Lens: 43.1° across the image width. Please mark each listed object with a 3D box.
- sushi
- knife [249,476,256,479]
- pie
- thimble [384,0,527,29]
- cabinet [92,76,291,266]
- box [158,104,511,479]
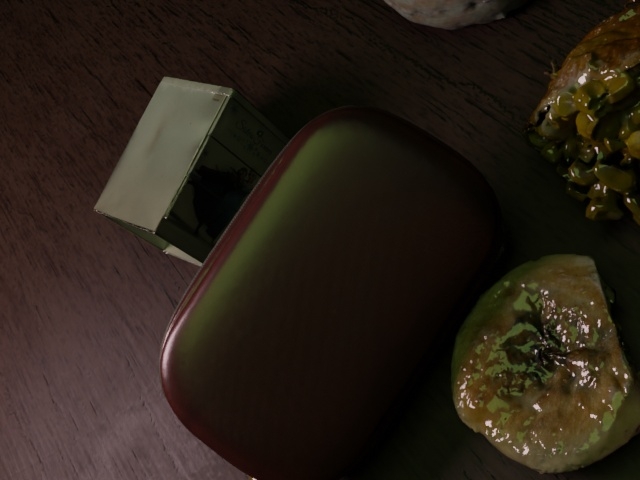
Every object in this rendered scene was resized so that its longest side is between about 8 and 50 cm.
[{"bbox_3d":[0.334,-0.127,0.774,0.296,0.167,0.179,3,46,27],"label":"sushi"},{"bbox_3d":[-0.113,0.206,0.973,0.046,0.022,0.256,-40,51,15],"label":"knife"},{"bbox_3d":[0.212,0.120,0.786,0.185,0.052,0.218,-29,51,24],"label":"pie"},{"bbox_3d":[0.172,-0.420,1.000,0.291,0.195,0.292,-16,58,27],"label":"thimble"},{"bbox_3d":[-0.165,-0.085,1.077,0.150,0.145,0.206,18,77,38],"label":"cabinet"},{"bbox_3d":[0.008,0.057,0.855,0.263,0.108,0.404,35,88,5],"label":"box"}]
